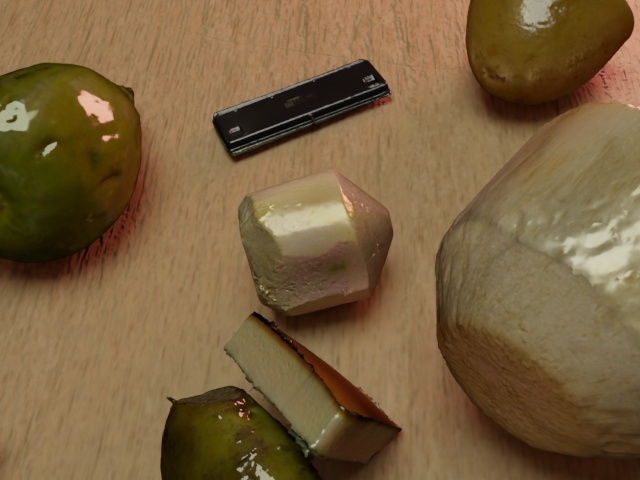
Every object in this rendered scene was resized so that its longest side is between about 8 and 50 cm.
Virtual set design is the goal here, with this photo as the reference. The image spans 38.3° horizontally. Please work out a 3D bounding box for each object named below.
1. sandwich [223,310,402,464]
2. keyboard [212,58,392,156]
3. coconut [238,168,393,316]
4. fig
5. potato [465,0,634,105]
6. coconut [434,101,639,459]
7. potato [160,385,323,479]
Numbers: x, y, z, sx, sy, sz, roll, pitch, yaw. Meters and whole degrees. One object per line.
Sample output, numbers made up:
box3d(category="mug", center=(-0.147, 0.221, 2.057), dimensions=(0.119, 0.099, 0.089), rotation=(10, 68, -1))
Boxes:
box3d(category="sandwich", center=(0.014, 0.153, 0.817), dimensions=(0.058, 0.162, 0.193), rotation=(-52, 32, -1))
box3d(category="keyboard", center=(-0.025, -0.174, 1.203), dimensions=(0.230, 0.025, 0.094), rotation=(-22, 46, -8))
box3d(category="coconut", center=(0.000, 0.000, 0.959), dimensions=(0.152, 0.147, 0.147), rotation=(-13, 47, 2))
box3d(category="fig", center=(-0.316, -0.128, 1.082), dimensions=(0.233, 0.233, 0.314), rotation=(8, 59, 18))
box3d(category="potato", center=(0.254, -0.240, 1.126), dimensions=(0.203, 0.178, 0.158), rotation=(32, 74, 6))
box3d(category="coconut", center=(0.261, 0.023, 0.783), dimensions=(0.328, 0.329, 0.329), rotation=(-6, 47, 6))
box3d(category="potato", center=(-0.060, 0.226, 0.767), dimensions=(0.113, 0.149, 0.251), rotation=(-11, 53, -48))
